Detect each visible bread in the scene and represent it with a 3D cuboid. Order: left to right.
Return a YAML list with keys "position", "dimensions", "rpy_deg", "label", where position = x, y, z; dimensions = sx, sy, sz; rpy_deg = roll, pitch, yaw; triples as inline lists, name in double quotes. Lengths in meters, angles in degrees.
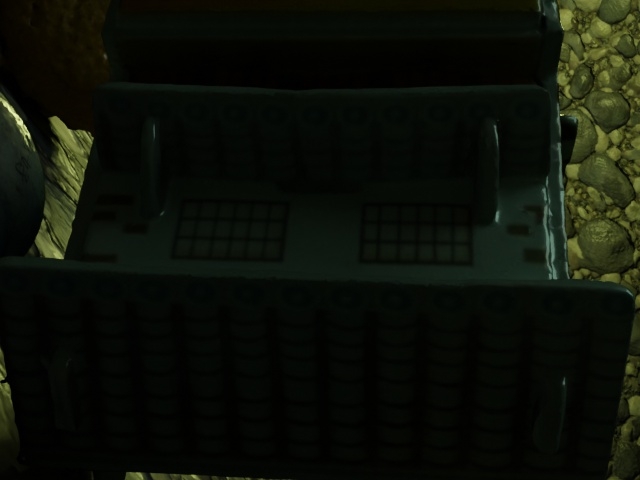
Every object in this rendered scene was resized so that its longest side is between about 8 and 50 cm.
- position: [-0.163, -0.196, 0.874]
  dimensions: [0.240, 0.240, 0.139]
  rpy_deg: [57, -13, -4]
  label: "bread"

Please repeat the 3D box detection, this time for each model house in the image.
- position: [0.000, 0.000, 0.445]
  dimensions: [0.198, 0.224, 0.215]
  rpy_deg: [87, 6, -54]
  label: "model house"

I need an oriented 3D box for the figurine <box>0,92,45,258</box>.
- position: [-0.149, -0.024, 0.401]
  dimensions: [0.114, 0.079, 0.114]
  rpy_deg: [-16, 90, -84]
  label: "figurine"
